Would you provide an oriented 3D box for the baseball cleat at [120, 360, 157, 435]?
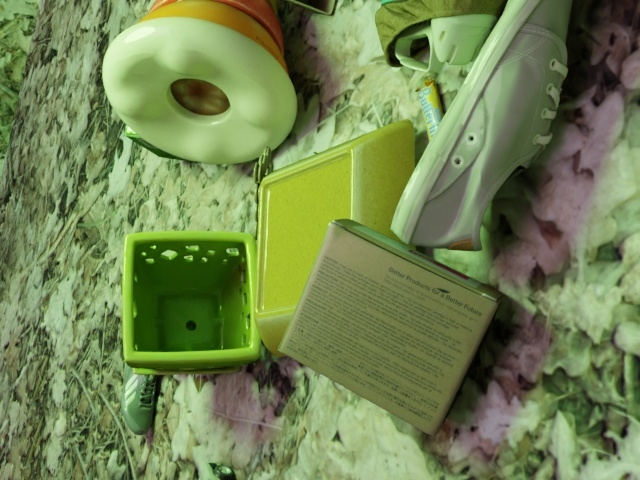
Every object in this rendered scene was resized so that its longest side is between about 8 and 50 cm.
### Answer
[{"bbox_3d":[-0.372,0.300,1.656,0.109,0.072,0.206,-30,60,36],"label":"baseball cleat"}]

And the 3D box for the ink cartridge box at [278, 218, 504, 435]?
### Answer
[{"bbox_3d":[0.090,0.106,1.013,0.234,0.088,0.193,27,102,17],"label":"ink cartridge box"}]

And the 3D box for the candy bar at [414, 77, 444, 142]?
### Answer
[{"bbox_3d":[0.167,-0.165,1.144,0.040,0.018,0.162,-33,55,42],"label":"candy bar"}]

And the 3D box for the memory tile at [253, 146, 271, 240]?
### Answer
[{"bbox_3d":[-0.103,-0.083,1.384,0.113,0.012,0.148,-77,-8,-60],"label":"memory tile"}]

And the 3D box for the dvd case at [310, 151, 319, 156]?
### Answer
[{"bbox_3d":[-0.022,-0.006,1.330,0.239,0.029,0.179,-60,40,19],"label":"dvd case"}]

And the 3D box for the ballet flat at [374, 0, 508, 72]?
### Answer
[{"bbox_3d":[0.164,-0.296,1.078,0.342,0.116,0.124,-169,78,-69],"label":"ballet flat"}]

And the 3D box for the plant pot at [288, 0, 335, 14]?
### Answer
[{"bbox_3d":[-0.032,-0.477,1.434,0.096,0.109,0.109,23,98,67],"label":"plant pot"}]

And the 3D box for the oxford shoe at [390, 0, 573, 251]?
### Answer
[{"bbox_3d":[0.241,-0.179,0.977,0.130,0.169,0.450,28,95,10],"label":"oxford shoe"}]

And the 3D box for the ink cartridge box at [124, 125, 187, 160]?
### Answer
[{"bbox_3d":[-0.311,-0.314,1.659,0.096,0.189,0.255,9,84,11],"label":"ink cartridge box"}]

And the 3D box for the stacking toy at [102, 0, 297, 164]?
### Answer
[{"bbox_3d":[-0.185,-0.418,1.505,0.350,0.350,0.480,-29,40,44],"label":"stacking toy"}]

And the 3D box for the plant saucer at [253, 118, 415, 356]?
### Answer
[{"bbox_3d":[0.000,0.000,1.212,0.332,0.081,0.333,-15,68,47],"label":"plant saucer"}]

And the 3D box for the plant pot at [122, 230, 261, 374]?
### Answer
[{"bbox_3d":[-0.231,0.125,1.387,0.207,0.227,0.228,119,149,-65],"label":"plant pot"}]

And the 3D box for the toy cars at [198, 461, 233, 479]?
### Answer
[{"bbox_3d":[-0.163,0.549,1.294,0.176,0.087,0.394,-39,50,38],"label":"toy cars"}]

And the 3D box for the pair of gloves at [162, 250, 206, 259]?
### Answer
[{"bbox_3d":[-0.280,0.134,1.588,0.204,0.042,0.240,3,78,42],"label":"pair of gloves"}]
